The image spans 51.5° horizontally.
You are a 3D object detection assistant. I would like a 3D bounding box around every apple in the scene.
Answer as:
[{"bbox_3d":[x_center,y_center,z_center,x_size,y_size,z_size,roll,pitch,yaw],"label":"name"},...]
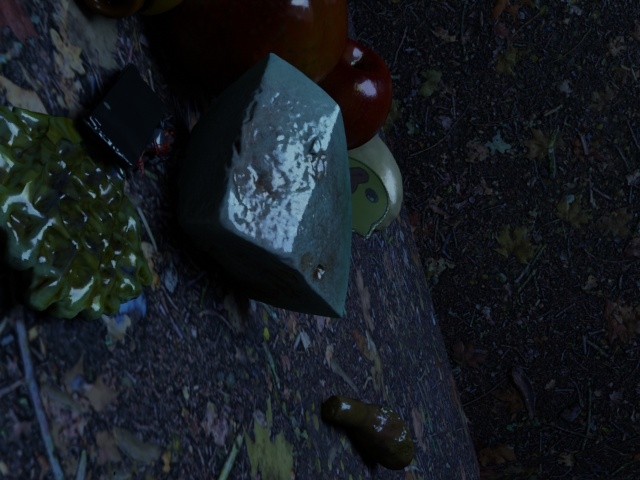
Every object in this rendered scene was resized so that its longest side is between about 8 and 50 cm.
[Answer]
[{"bbox_3d":[0.036,-0.331,1.499,0.260,0.216,0.261,22,44,-23],"label":"apple"}]

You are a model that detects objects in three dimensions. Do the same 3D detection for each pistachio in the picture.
[{"bbox_3d":[0.092,-0.167,1.684,0.213,0.193,0.318,-11,72,-59],"label":"pistachio"}]

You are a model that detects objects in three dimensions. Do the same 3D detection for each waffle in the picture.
[{"bbox_3d":[-0.233,-0.025,0.630,0.223,0.054,0.204,-1,77,-75],"label":"waffle"}]

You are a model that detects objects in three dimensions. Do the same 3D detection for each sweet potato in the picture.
[{"bbox_3d":[0.110,0.389,1.385,0.385,0.109,0.109,51,28,-45],"label":"sweet potato"}]

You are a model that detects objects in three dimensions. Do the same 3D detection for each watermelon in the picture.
[{"bbox_3d":[-0.087,-0.050,0.911,0.258,0.228,0.388,-44,127,-63],"label":"watermelon"}]

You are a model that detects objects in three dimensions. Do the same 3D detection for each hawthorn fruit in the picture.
[{"bbox_3d":[-0.083,-0.321,1.038,0.330,0.286,0.287,58,23,-47],"label":"hawthorn fruit"}]

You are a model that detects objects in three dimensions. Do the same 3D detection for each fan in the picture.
[{"bbox_3d":[0.039,-0.149,1.541,0.335,0.229,0.011,65,-33,18],"label":"fan"}]

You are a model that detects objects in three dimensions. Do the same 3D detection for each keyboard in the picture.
[{"bbox_3d":[-0.219,-0.143,0.752,0.072,0.023,0.231,50,14,-24],"label":"keyboard"}]

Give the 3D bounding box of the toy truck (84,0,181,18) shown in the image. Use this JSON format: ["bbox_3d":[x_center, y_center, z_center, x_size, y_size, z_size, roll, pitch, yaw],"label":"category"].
[{"bbox_3d":[-0.209,-0.420,0.775,0.204,0.211,0.288,-90,163,-47],"label":"toy truck"}]

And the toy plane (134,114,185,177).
[{"bbox_3d":[-0.210,-0.122,0.841,0.145,0.037,0.060,-75,157,-69],"label":"toy plane"}]
